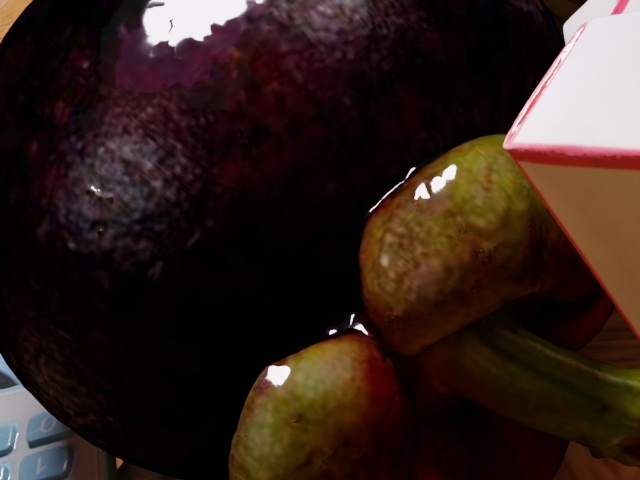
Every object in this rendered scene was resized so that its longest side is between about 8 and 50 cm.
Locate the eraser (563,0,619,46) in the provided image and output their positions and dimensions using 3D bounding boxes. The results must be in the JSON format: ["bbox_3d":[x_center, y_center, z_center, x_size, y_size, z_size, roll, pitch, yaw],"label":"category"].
[{"bbox_3d":[0.233,-0.058,0.914,0.046,0.212,0.092,-46,24,31],"label":"eraser"}]

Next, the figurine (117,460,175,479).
[{"bbox_3d":[-0.087,0.163,1.033,0.094,0.082,0.086,-15,19,8],"label":"figurine"}]

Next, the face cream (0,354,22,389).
[{"bbox_3d":[-0.270,0.052,1.310,0.077,0.077,0.250,-26,32,11],"label":"face cream"}]

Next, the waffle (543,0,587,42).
[{"bbox_3d":[0.266,-0.183,1.025,0.324,0.261,0.151,-4,68,42],"label":"waffle"}]

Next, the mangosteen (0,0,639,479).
[{"bbox_3d":[0.000,0.000,0.940,0.382,0.382,0.435,-34,67,-1],"label":"mangosteen"}]

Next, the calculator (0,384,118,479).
[{"bbox_3d":[-0.234,0.249,0.995,0.256,0.054,0.386,-18,50,22],"label":"calculator"}]

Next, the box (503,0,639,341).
[{"bbox_3d":[0.327,-0.041,0.695,0.314,0.312,0.300,7,55,46],"label":"box"}]
